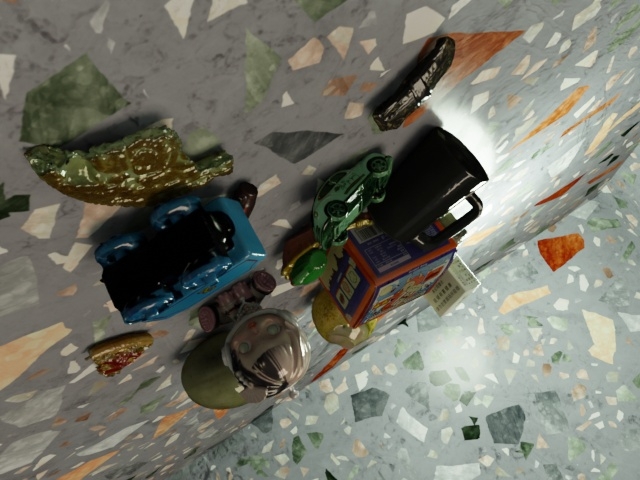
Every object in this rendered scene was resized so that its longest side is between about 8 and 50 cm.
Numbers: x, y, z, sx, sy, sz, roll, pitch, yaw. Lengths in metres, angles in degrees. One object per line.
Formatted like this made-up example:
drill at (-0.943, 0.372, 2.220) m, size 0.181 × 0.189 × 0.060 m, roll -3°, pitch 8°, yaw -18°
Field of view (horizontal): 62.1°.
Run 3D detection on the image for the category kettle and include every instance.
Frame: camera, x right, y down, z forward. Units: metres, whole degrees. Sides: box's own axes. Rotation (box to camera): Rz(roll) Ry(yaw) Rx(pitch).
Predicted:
kettle at (0.319, -0.142, 1.554) m, size 0.262 × 0.203 × 0.308 m, roll 17°, pitch 130°, yaw -39°

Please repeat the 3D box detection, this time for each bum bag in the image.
bum bag at (0.218, -0.345, 1.199) m, size 0.248 × 0.069 × 0.102 m, roll -45°, pitch 140°, yaw 20°

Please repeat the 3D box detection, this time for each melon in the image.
melon at (-0.310, 0.432, 1.786) m, size 0.308 × 0.271 × 0.272 m, roll 1°, pitch 153°, yaw 0°

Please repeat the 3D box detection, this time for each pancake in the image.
pancake at (-0.308, -0.135, 0.923) m, size 0.197 × 0.054 × 0.377 m, roll -42°, pitch 159°, yaw 32°

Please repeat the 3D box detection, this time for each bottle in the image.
bottle at (-0.189, -0.065, 1.214) m, size 0.060 × 0.060 × 0.164 m, roll -14°, pitch 149°, yaw -40°

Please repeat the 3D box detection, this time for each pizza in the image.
pizza at (-0.570, 0.336, 1.486) m, size 0.188 × 0.062 × 0.199 m, roll -10°, pitch 148°, yaw -41°

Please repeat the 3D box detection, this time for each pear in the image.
pear at (0.094, 0.274, 2.031) m, size 0.271 × 0.271 × 0.271 m, roll -29°, pitch 157°, yaw -14°

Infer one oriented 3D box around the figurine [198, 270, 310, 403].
figurine at (-0.167, 0.281, 1.559) m, size 0.253 × 0.361 × 0.211 m, roll -41°, pitch 146°, yaw 5°

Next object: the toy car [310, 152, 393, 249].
toy car at (0.070, -0.117, 1.381) m, size 0.306 × 0.125 × 0.136 m, roll -50°, pitch 159°, yaw -24°

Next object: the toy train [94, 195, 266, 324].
toy train at (-0.289, 0.044, 1.093) m, size 0.300 × 0.188 × 0.265 m, roll -31°, pitch 170°, yaw 12°

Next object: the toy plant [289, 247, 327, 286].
toy plant at (-0.038, 0.084, 1.666) m, size 0.154 × 0.088 × 0.240 m, roll -48°, pitch 180°, yaw -3°

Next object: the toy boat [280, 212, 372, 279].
toy boat at (-0.005, -0.004, 1.498) m, size 0.318 × 0.099 × 0.141 m, roll -34°, pitch -168°, yaw 21°

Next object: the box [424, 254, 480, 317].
box at (0.434, 0.103, 2.044) m, size 0.095 × 0.330 × 0.210 m, roll -20°, pitch 154°, yaw -30°

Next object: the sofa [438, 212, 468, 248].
sofa at (0.438, -0.059, 1.870) m, size 0.176 × 0.225 × 0.210 m, roll -20°, pitch 151°, yaw -23°

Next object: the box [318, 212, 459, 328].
box at (0.217, 0.074, 1.788) m, size 0.349 × 0.257 × 0.318 m, roll -23°, pitch 153°, yaw -26°
